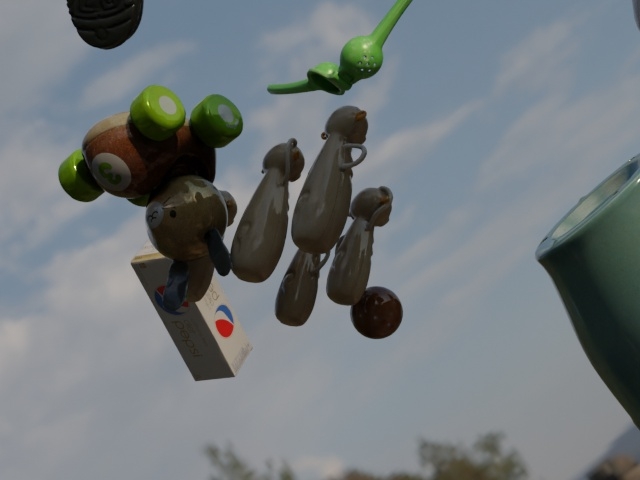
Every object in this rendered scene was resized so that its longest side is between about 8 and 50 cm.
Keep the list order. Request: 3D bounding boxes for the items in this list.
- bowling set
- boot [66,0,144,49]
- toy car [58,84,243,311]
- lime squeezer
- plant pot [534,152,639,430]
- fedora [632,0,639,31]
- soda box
[{"bbox_3d":[0.000,0.000,1.576,0.287,0.200,0.154,-18,47,48],"label":"bowling set"},{"bbox_3d":[-0.213,-0.330,1.842,0.094,0.246,0.207,-15,-10,24],"label":"boot"},{"bbox_3d":[-0.149,-0.031,1.545,0.149,0.188,0.155,4,-30,-46],"label":"toy car"},{"bbox_3d":[0.026,-0.242,2.058,0.059,0.110,0.310,20,-40,-39],"label":"lime squeezer"},{"bbox_3d":[0.374,0.046,1.645,0.272,0.255,0.271,-42,2,2],"label":"plant pot"},{"bbox_3d":[0.450,-0.285,1.721,0.276,0.243,0.124,-17,-56,-12],"label":"fedora"},{"bbox_3d":[-0.179,0.092,2.191,0.074,0.216,0.069,-9,30,30],"label":"soda box"}]
